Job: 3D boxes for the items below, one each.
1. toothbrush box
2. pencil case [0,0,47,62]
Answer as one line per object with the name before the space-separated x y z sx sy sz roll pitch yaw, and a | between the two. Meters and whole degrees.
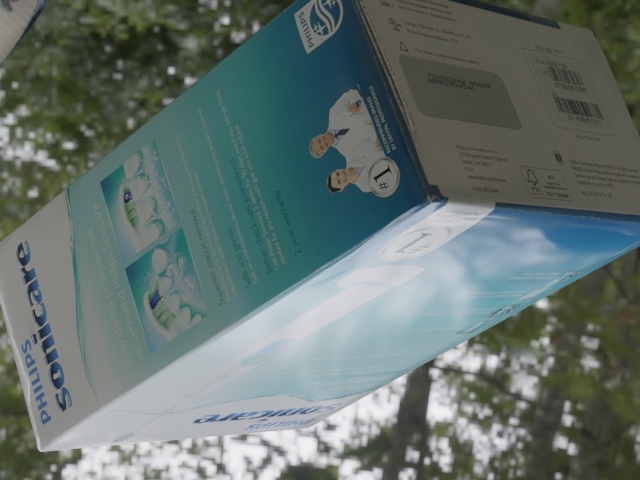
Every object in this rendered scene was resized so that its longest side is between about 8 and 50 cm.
toothbrush box | 0.000 0.000 0.764 0.216 0.295 0.126 2 -119 -47
pencil case | 0.001 -0.167 0.244 0.410 0.160 0.183 -26 -172 33
